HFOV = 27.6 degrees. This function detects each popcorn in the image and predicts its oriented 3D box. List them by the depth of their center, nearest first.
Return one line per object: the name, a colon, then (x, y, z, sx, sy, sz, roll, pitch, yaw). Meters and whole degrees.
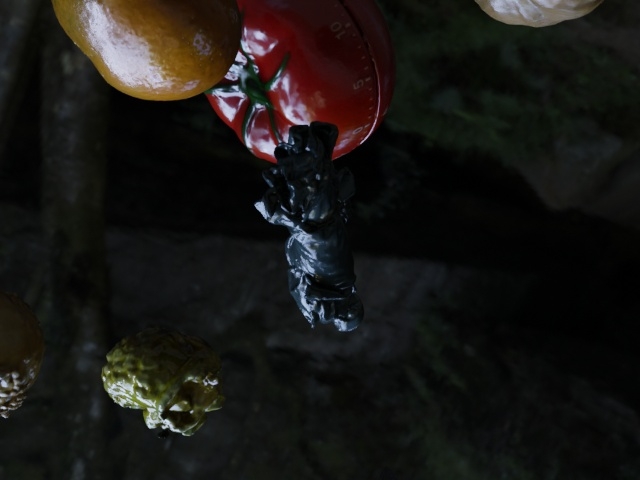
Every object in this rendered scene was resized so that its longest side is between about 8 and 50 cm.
popcorn: (-0.263, 0.240, 2.214, 0.189, 0.169, 0.218, 33, -164, 35)

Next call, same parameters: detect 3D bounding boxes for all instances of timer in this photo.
timer: (-0.042, -0.321, 2.312, 0.378, 0.378, 0.279, 32, -129, 31)

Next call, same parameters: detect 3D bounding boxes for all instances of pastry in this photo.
pastry: (-0.591, 0.198, 2.112, 0.285, 0.184, 0.315, -11, 152, 1)

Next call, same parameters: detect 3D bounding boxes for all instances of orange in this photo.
orange: (-0.191, -0.257, 1.395, 0.240, 0.171, 0.240, 58, -170, -16)

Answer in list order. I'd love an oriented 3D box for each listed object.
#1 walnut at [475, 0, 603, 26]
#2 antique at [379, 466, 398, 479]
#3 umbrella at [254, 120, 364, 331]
walnut: (0.307, -0.476, 1.805, 0.306, 0.306, 0.343, 22, -123, -9)
antique: (0.099, 0.438, 2.079, 0.031, 0.015, 0.192, 42, -148, -18)
umbrella: (-0.003, 0.001, 1.622, 0.094, 0.143, 0.348, 27, 155, 28)
